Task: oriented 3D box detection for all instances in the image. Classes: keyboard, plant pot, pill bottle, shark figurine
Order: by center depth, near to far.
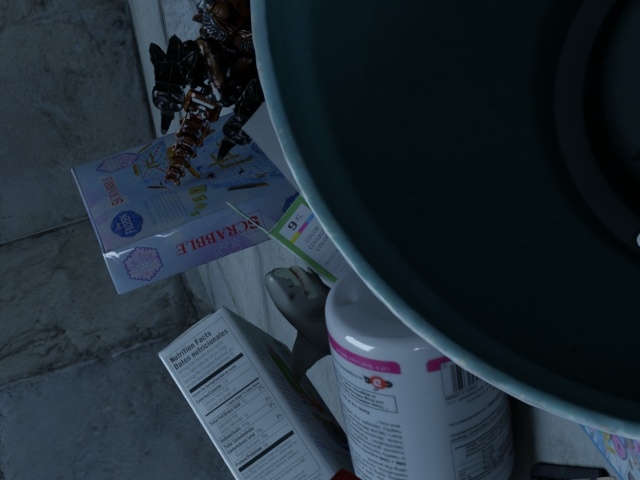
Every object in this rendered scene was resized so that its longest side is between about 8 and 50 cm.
[{"bbox_3d":[0.147,-0.075,0.448,0.293,0.293,0.196,70,-165,15],"label":"plant pot"},{"bbox_3d":[0.225,0.251,1.134,0.180,0.023,0.108,136,116,-79],"label":"keyboard"},{"bbox_3d":[0.102,0.162,1.243,0.160,0.160,0.283,-124,20,-56],"label":"pill bottle"},{"bbox_3d":[0.030,0.130,1.452,0.278,0.116,0.166,38,-178,-10],"label":"shark figurine"}]

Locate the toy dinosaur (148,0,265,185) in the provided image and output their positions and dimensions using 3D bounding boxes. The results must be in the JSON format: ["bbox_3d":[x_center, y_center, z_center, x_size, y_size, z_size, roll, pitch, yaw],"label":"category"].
[{"bbox_3d":[-0.112,-0.207,1.582,0.218,0.164,0.321,-87,0,-62],"label":"toy dinosaur"}]

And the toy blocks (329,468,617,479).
[{"bbox_3d":[0.143,0.267,0.807,0.190,0.382,0.260,103,163,-67],"label":"toy blocks"}]

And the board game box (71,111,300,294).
[{"bbox_3d":[-0.152,-0.071,1.721,0.318,0.318,0.065,-127,19,-62],"label":"board game box"}]

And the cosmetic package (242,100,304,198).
[{"bbox_3d":[0.019,-0.083,1.326,0.127,0.107,0.238,40,-178,-25],"label":"cosmetic package"}]

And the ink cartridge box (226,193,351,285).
[{"bbox_3d":[0.000,0.000,1.430,0.209,0.062,0.109,37,-179,-1],"label":"ink cartridge box"}]

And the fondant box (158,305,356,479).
[{"bbox_3d":[-0.022,0.248,1.441,0.330,0.096,0.238,56,-176,21],"label":"fondant box"}]

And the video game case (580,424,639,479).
[{"bbox_3d":[0.224,0.129,0.969,0.166,0.015,0.119,-122,19,-52],"label":"video game case"}]
